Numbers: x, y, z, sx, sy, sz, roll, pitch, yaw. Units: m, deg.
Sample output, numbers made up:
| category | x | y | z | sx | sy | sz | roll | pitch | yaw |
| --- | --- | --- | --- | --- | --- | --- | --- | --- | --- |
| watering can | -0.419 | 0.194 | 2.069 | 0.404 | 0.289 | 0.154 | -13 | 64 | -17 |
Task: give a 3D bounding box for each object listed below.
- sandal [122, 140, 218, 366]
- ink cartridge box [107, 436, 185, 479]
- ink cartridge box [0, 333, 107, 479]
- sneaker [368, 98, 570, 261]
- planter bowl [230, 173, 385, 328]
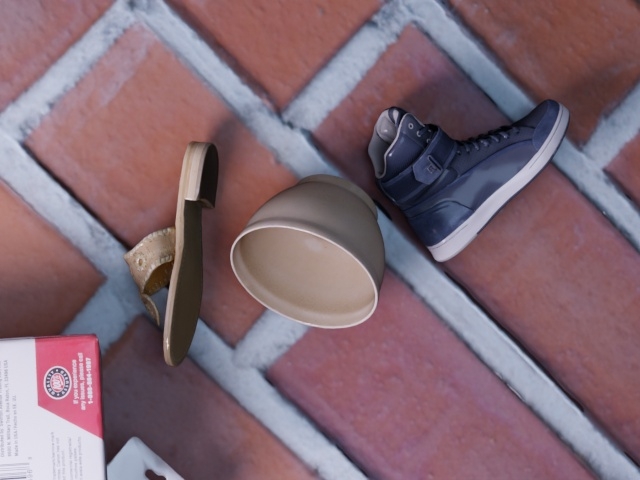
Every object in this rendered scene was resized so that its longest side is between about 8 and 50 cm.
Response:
| category | x | y | z | sx | sy | sz | roll | pitch | yaw |
| --- | --- | --- | --- | --- | --- | --- | --- | --- | --- |
| sandal | -0.166 | 0.011 | 1.798 | 0.079 | 0.088 | 0.240 | 6 | 78 | 14 |
| ink cartridge box | -0.223 | 0.306 | 1.764 | 0.115 | 0.067 | 0.198 | 45 | 78 | -11 |
| ink cartridge box | -0.346 | 0.201 | 1.668 | 0.272 | 0.114 | 0.197 | -3 | 80 | -7 |
| sneaker | 0.157 | -0.112 | 1.881 | 0.226 | 0.086 | 0.163 | -46 | 104 | -12 |
| planter bowl | 0.000 | 0.000 | 1.805 | 0.162 | 0.162 | 0.109 | 34 | 54 | -13 |
